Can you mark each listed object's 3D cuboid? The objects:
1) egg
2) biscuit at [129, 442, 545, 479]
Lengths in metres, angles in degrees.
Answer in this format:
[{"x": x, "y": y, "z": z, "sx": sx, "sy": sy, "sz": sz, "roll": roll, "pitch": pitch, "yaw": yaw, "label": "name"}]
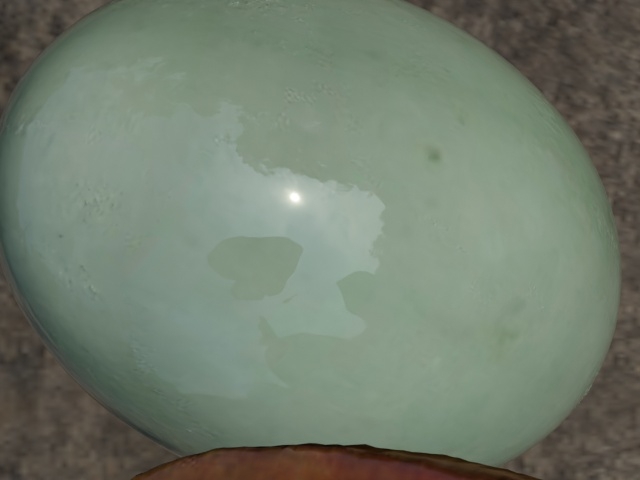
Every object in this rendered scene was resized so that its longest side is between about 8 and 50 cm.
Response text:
[{"x": 0.000, "y": 0.000, "z": 0.991, "sx": 0.276, "sy": 0.389, "sz": 0.276, "roll": -28, "pitch": 51, "yaw": 43, "label": "egg"}, {"x": 0.012, "y": 0.198, "z": 0.525, "sx": 0.262, "sy": 0.052, "sz": 0.277, "roll": -1, "pitch": 70, "yaw": 37, "label": "biscuit"}]
